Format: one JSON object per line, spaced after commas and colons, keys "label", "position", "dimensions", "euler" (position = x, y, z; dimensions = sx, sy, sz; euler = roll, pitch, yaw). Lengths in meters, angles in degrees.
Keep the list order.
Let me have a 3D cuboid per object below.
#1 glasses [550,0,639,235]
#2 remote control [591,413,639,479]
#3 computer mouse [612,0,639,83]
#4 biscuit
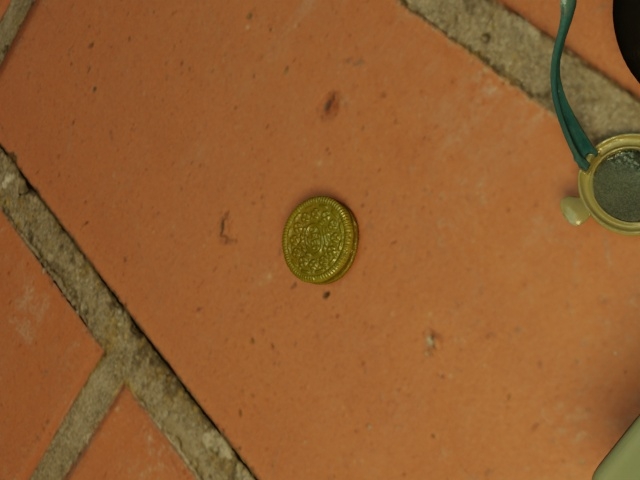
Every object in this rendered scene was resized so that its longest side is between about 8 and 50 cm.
{"label": "glasses", "position": [0.251, -0.080, 0.731], "dimensions": [0.088, 0.220, 0.190], "euler": [-42, 48, -21]}
{"label": "remote control", "position": [0.324, 0.199, 0.660], "dimensions": [0.296, 0.056, 0.140], "euler": [38, 112, 18]}
{"label": "computer mouse", "position": [0.288, -0.148, 0.708], "dimensions": [0.270, 0.086, 0.137], "euler": [0, 116, 58]}
{"label": "biscuit", "position": [0.000, 0.000, 1.011], "dimensions": [0.084, 0.023, 0.084], "euler": [-9, 76, 36]}
